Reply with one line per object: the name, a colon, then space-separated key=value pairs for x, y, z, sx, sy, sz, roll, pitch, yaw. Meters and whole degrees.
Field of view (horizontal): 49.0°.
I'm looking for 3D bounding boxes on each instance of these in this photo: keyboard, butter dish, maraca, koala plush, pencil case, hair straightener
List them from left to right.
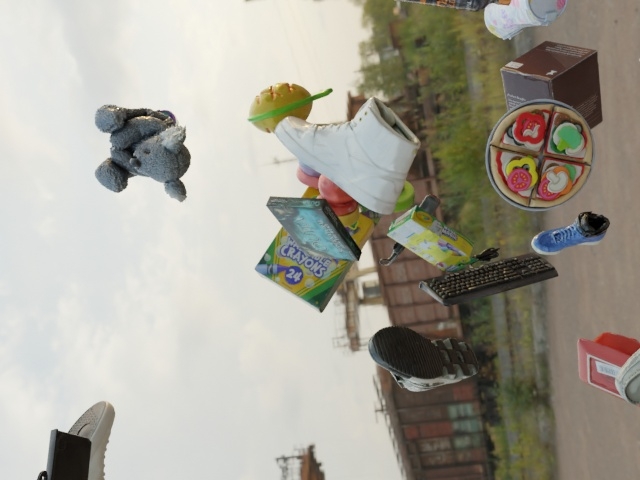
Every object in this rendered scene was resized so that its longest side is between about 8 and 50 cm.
keyboard: x=-0.363 y=0.353 z=0.962 sx=0.108 sy=0.023 sz=0.180 roll=48 pitch=-147 yaw=-57
koala plush: x=-0.364 y=-0.195 z=1.559 sx=0.203 sy=0.221 sz=0.196 roll=-14 pitch=-61 yaw=-40
pencil case: x=-0.458 y=-0.349 z=2.078 sx=0.152 sy=0.070 sz=0.064 roll=-148 pitch=39 yaw=-82
maraca: x=-0.062 y=-0.274 z=1.421 sx=0.127 sy=0.186 sz=0.099 roll=19 pitch=130 yaw=61
hair straightener: x=0.230 y=-0.024 z=1.838 sx=0.047 sy=0.230 sz=0.089 roll=41 pitch=-169 yaw=7
keyboard: x=0.380 y=0.072 z=1.654 sx=0.201 sy=0.317 sz=0.033 roll=-140 pitch=42 yaw=-60
pencil case: x=0.524 y=-0.600 z=1.812 sx=0.273 sy=0.114 sz=0.124 roll=-148 pitch=61 yaw=-78
butter dish: x=0.658 y=0.260 z=1.529 sx=0.118 sy=0.160 sz=0.159 roll=-43 pitch=-46 yaw=-26

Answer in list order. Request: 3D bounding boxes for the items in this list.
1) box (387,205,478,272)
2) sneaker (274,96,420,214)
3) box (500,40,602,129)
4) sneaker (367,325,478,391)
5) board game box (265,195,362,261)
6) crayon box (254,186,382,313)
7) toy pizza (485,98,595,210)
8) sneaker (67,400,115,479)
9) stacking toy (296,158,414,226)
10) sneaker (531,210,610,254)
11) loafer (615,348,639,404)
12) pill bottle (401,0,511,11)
box: x=0.245 y=0.003 z=1.507 sx=0.105 sy=0.179 sz=0.043 roll=-36 pitch=23 yaw=57
sneaker: x=0.053 y=-0.193 z=1.265 sx=0.108 sy=0.292 sz=0.169 roll=-12 pitch=-47 yaw=-53
box: x=0.585 y=-0.365 z=1.768 sx=0.168 sy=0.167 sz=0.203 roll=36 pitch=152 yaw=50
sneaker: x=0.198 y=0.279 z=1.544 sx=0.331 sy=0.146 sz=0.122 roll=20 pitch=-134 yaw=-41
board game box: x=-0.010 y=-0.021 z=1.356 sx=0.186 sy=0.126 sz=0.026 roll=53 pitch=-130 yaw=-48
crayon box: x=0.000 y=0.000 z=1.851 sx=0.323 sy=0.203 sz=0.083 roll=-57 pitch=-13 yaw=-10
toy pizza: x=0.397 y=-0.151 z=1.255 sx=0.032 sy=0.201 sz=0.201 roll=-111 pitch=9 yaw=-80
sneaker: x=-0.498 y=0.490 z=1.493 sx=0.123 sy=0.106 sz=0.290 roll=40 pitch=-117 yaw=-37
stacking toy: x=0.086 y=-0.182 z=1.768 sx=0.309 sy=0.280 sz=0.130 roll=-116 pitch=22 yaw=-49
sneaker: x=0.508 y=-0.018 z=1.419 sx=0.084 sy=0.152 sz=0.058 roll=86 pitch=176 yaw=-60
loafer: x=0.674 y=0.208 z=1.231 sx=0.112 sy=0.319 sz=0.111 roll=45 pitch=-155 yaw=-16
pill bottle: x=0.279 y=-0.546 z=1.448 sx=0.130 sy=0.246 sz=0.130 roll=11 pitch=-90 yaw=-82
